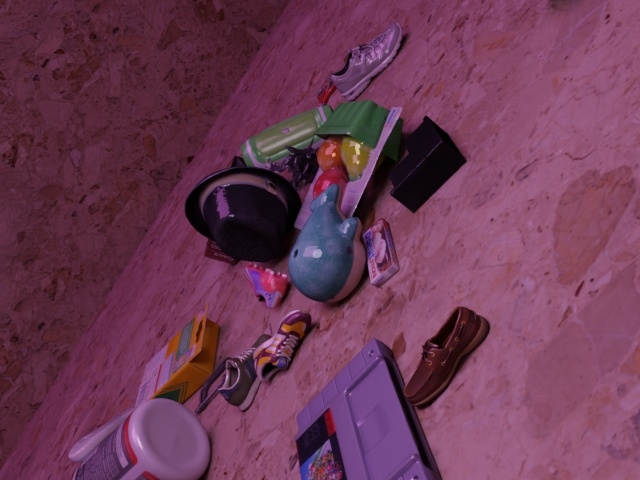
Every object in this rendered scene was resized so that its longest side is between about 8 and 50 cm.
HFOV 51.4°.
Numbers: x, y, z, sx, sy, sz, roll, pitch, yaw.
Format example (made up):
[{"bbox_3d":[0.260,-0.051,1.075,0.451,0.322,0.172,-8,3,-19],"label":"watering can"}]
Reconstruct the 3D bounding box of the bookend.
[{"bbox_3d":[0.215,-0.167,1.435,0.157,0.072,0.156,-47,23,19],"label":"bookend"}]

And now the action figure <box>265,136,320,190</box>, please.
[{"bbox_3d":[-0.088,-0.182,1.929,0.276,0.164,0.141,-57,30,10],"label":"action figure"}]

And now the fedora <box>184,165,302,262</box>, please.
[{"bbox_3d":[-0.196,-0.041,1.771,0.334,0.334,0.153,-40,44,30],"label":"fedora"}]

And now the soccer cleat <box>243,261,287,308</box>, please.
[{"bbox_3d":[-0.155,0.117,1.753,0.248,0.083,0.095,9,81,66],"label":"soccer cleat"}]

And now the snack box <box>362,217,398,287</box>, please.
[{"bbox_3d":[0.126,0.023,1.407,0.064,0.022,0.178,-45,25,24],"label":"snack box"}]

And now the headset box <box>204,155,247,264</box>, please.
[{"bbox_3d":[-0.276,-0.084,2.114,0.218,0.110,0.293,-83,13,-49],"label":"headset box"}]

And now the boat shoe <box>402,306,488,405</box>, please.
[{"bbox_3d":[0.183,0.177,1.039,0.178,0.060,0.064,-52,23,5],"label":"boat shoe"}]

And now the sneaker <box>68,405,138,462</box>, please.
[{"bbox_3d":[-0.519,0.540,1.700,0.094,0.151,0.256,-25,-1,24],"label":"sneaker"}]

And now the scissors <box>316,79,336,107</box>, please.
[{"bbox_3d":[0.007,-0.474,2.314,0.109,0.021,0.297,-34,29,36],"label":"scissors"}]

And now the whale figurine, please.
[{"bbox_3d":[0.000,0.000,1.460,0.216,0.141,0.272,-36,49,46],"label":"whale figurine"}]

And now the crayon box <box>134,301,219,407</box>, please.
[{"bbox_3d":[-0.388,0.350,1.865,0.323,0.083,0.203,-44,25,24],"label":"crayon box"}]

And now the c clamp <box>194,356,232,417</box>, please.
[{"bbox_3d":[-0.270,0.375,1.689,0.161,0.022,0.137,-52,18,9],"label":"c clamp"}]

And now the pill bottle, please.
[{"bbox_3d":[-0.438,0.545,1.530,0.363,0.210,0.210,-44,25,22],"label":"pill bottle"}]

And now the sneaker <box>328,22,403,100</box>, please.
[{"bbox_3d":[0.142,-0.569,2.067,0.281,0.115,0.105,-48,24,14],"label":"sneaker"}]

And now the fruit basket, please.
[{"bbox_3d":[0.067,-0.170,1.675,0.327,0.165,0.353,20,91,67],"label":"fruit basket"}]

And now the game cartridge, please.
[{"bbox_3d":[0.060,0.339,1.062,0.230,0.068,0.355,-44,25,13],"label":"game cartridge"}]

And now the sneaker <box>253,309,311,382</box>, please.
[{"bbox_3d":[-0.078,0.235,1.464,0.185,0.069,0.084,-51,31,23],"label":"sneaker"}]

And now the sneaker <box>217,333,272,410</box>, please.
[{"bbox_3d":[-0.175,0.288,1.536,0.064,0.086,0.192,-25,37,49],"label":"sneaker"}]

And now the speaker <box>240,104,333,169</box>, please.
[{"bbox_3d":[-0.085,-0.298,1.998,0.296,0.131,0.131,-23,30,8],"label":"speaker"}]
